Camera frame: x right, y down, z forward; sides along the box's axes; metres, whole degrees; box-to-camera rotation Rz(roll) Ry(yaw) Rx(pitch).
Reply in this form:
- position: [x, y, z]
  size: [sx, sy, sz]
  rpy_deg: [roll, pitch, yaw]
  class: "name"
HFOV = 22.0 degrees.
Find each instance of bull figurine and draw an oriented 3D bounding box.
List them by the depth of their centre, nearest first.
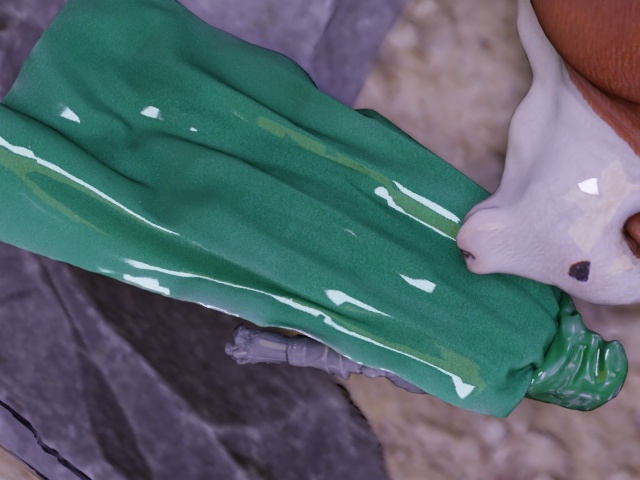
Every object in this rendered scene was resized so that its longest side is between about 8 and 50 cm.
- position: [0.106, -0.106, 0.436]
  size: [0.188, 0.101, 0.310]
  rpy_deg: [47, 140, 3]
  class: "bull figurine"

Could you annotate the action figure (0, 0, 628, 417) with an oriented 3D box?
- position: [0.000, 0.000, 0.568]
  size: [0.232, 0.137, 0.063]
  rpy_deg: [27, 146, 1]
  class: "action figure"
